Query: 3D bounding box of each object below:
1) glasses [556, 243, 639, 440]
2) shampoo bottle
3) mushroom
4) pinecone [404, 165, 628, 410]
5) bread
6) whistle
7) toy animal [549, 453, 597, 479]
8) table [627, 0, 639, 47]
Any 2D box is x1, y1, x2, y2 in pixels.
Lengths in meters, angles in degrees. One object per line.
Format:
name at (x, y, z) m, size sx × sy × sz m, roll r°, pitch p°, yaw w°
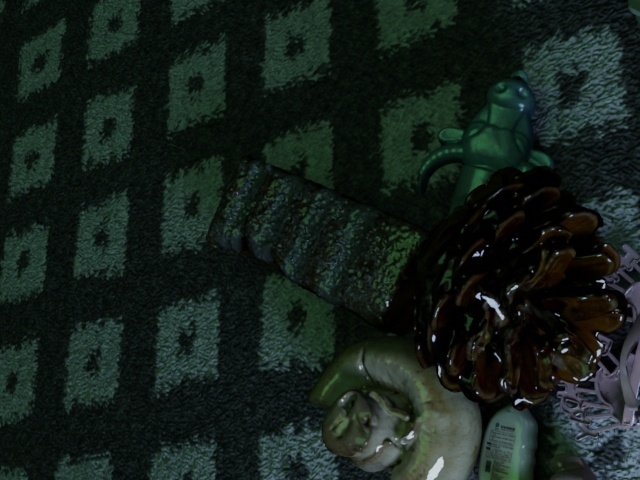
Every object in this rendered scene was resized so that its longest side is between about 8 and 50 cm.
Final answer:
glasses at (0.367, 0.128, 1.226) m, size 0.162 × 0.095 × 0.255 m, roll 16°, pitch 83°, yaw 46°
shampoo bottle at (0.250, 0.249, 1.309) m, size 0.077 × 0.045 × 0.151 m, roll 2°, pitch 79°, yaw 42°
mushroom at (0.105, 0.222, 1.341) m, size 0.254 × 0.195 × 0.189 m, roll 36°, pitch 95°, yaw 38°
pinecone at (0.235, 0.061, 1.205) m, size 0.296 × 0.242 × 0.298 m, roll -99°, pitch 29°, yaw -66°
bread at (0.000, 0.000, 1.558) m, size 0.417 × 0.113 × 0.165 m, roll 24°, pitch 93°, yaw 41°
whistle at (0.241, -0.109, 1.412) m, size 0.186 × 0.093 × 0.273 m, roll 17°, pitch 89°, yaw 15°
toy animal at (0.252, 0.359, 1.225) m, size 0.212 × 0.124 × 0.124 m, roll -40°, pitch 54°, yaw 18°
table at (0.435, -0.352, 1.300) m, size 0.166 × 0.167 × 0.198 m, roll -43°, pitch 45°, yaw 20°
